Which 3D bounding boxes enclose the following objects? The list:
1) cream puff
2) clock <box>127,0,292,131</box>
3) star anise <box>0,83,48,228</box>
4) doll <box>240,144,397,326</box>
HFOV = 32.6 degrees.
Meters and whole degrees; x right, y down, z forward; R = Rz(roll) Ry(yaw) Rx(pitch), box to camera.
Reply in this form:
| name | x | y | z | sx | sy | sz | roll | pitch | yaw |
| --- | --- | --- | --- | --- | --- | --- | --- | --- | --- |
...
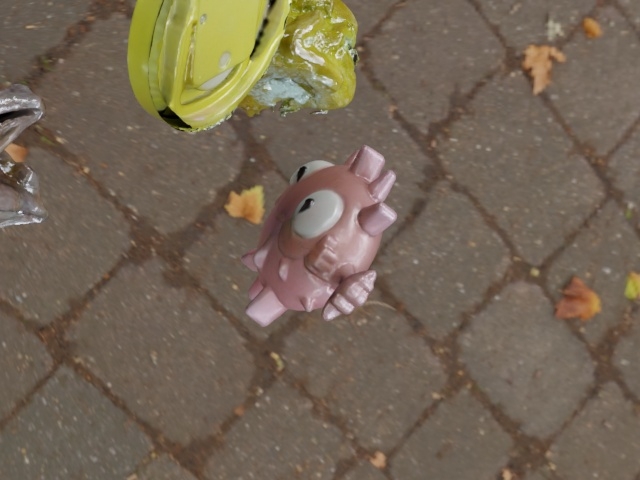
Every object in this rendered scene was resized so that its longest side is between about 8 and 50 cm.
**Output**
| name | x | y | z | sx | sy | sz | roll | pitch | yaw |
| --- | --- | --- | --- | --- | --- | --- | --- | --- | --- |
| cream puff | -0.057 | -0.282 | 1.535 | 0.220 | 0.195 | 0.195 | -2 | 102 | 4 |
| clock | -0.131 | -0.272 | 1.287 | 0.277 | 0.071 | 0.294 | -34 | 144 | -50 |
| star anise | -0.254 | -0.053 | 0.660 | 0.196 | 0.073 | 0.212 | 22 | 123 | -25 |
| doll | 0.000 | 0.000 | 1.129 | 0.093 | 0.262 | 0.211 | 37 | 106 | -27 |
